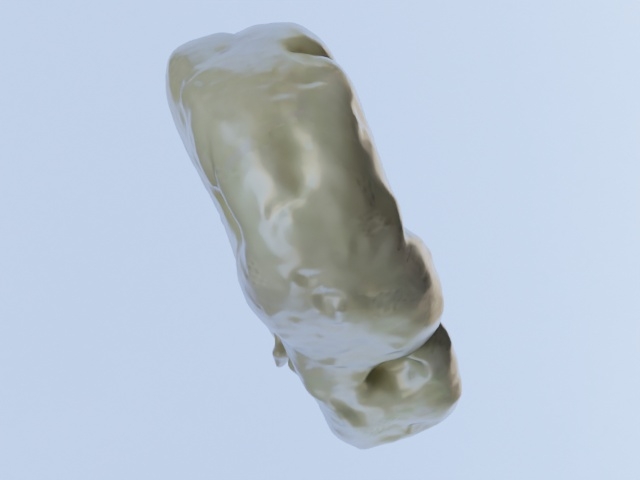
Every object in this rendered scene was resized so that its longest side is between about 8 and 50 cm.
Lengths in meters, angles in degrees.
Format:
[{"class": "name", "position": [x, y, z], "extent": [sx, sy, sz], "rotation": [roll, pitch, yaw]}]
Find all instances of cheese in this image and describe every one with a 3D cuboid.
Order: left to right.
[{"class": "cheese", "position": [-0.002, 0.001, 0.767], "extent": [0.263, 0.093, 0.159], "rotation": [69, 175, -56]}]
